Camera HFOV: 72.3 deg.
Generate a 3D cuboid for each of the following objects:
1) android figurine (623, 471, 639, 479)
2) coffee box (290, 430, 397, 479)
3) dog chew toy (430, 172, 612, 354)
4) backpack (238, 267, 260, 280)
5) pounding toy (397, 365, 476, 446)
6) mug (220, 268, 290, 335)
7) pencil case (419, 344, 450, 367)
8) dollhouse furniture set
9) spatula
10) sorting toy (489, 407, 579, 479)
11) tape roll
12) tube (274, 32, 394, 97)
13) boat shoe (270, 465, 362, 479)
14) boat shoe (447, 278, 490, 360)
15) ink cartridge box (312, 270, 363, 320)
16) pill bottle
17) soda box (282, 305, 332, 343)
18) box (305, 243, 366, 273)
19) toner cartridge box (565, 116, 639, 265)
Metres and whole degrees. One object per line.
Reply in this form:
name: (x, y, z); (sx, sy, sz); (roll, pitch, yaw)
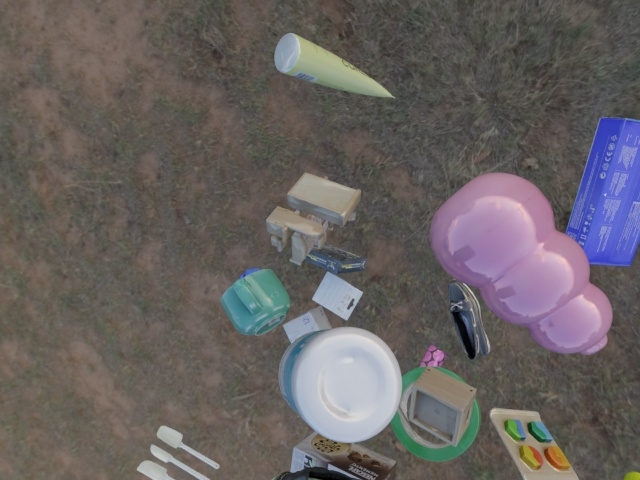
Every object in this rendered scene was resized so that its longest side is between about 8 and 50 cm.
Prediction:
android figurine: (0.665, 0.432, 0.742); (0.248, 0.273, 0.056); (-13, 91, 24)
coffee box: (0.073, 0.735, 1.397); (0.297, 0.168, 0.119); (10, 96, 31)
dog chew toy: (0.343, 0.046, 0.741); (0.206, 0.206, 0.332); (-46, 75, 27)
backpack: (-0.304, 0.183, 1.920); (0.120, 0.101, 0.098); (-55, 50, 48)
pounding toy: (0.267, 0.410, 1.102); (0.206, 0.094, 0.181); (20, 125, 34)
mug: (-0.134, 0.135, 0.892); (0.129, 0.157, 0.097); (-44, 70, 26)
pencil case: (0.470, 0.564, 1.895); (0.095, 0.098, 0.209); (26, 72, 29)
dollhouse furniture set: (0.000, 0.000, 1.295); (0.173, 0.303, 0.356); (21, 141, 18)
spatula: (-0.438, 0.711, 1.393); (0.242, 0.168, 0.019); (35, 113, -10)
sorting toy: (0.582, 0.557, 1.193); (0.193, 0.208, 0.038); (13, 125, -21)
tape roll: (0.415, 0.628, 1.607); (0.321, 0.077, 0.321); (-9, 70, 24)
tube: (0.029, -0.296, 0.772); (0.062, 0.240, 0.070); (-23, 73, 43)
boat shoe: (0.061, 0.509, 0.829); (0.340, 0.127, 0.113); (37, 112, -19)
boat shoe: (0.591, 0.324, 1.781); (0.112, 0.095, 0.335); (-24, 86, 52)
ink cartridge box: (0.075, 0.235, 1.888); (0.179, 0.045, 0.145); (30, 95, 10)
pill bottle: (0.014, 0.211, 0.679); (0.146, 0.264, 0.146); (3, 76, -11)
soda box: (0.013, 0.326, 1.167); (0.091, 0.098, 0.286); (-28, 84, 17)
box: (0.047, 0.072, 1.826); (0.232, 0.183, 0.059); (21, 106, 40)
toner cartridge box: (0.727, -0.114, 1.077); (0.165, 0.075, 0.348); (4, 107, -17)
